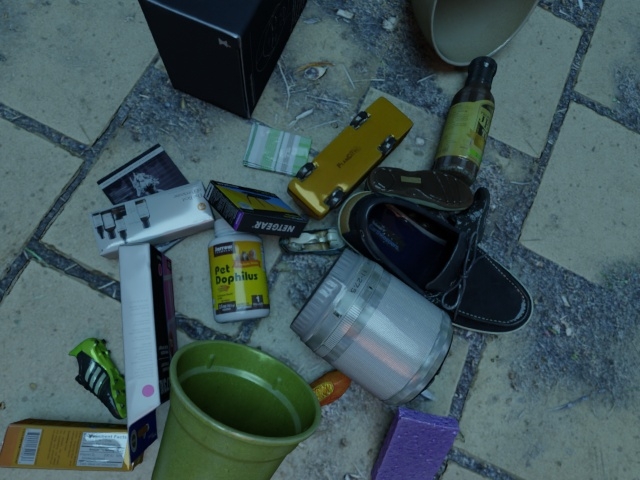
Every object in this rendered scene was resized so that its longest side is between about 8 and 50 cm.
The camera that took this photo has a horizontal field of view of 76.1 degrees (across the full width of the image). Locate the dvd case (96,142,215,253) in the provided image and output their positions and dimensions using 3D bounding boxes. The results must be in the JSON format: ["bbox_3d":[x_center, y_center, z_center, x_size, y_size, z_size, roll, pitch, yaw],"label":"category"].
[{"bbox_3d":[-0.372,-0.092,0.928,0.164,0.018,0.221,-37,85,-12],"label":"dvd case"}]

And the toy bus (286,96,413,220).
[{"bbox_3d":[0.069,-0.187,0.948,0.108,0.130,0.332,43,76,3],"label":"toy bus"}]

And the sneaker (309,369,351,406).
[{"bbox_3d":[-0.009,0.326,0.853,0.175,0.067,0.064,-26,80,-14],"label":"sneaker"}]

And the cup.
[{"bbox_3d":[0.354,-0.652,1.023,0.331,0.331,0.237,-22,55,-12],"label":"cup"}]

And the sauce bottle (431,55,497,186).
[{"bbox_3d":[0.371,-0.303,1.023,0.111,0.111,0.344,19,77,-3],"label":"sauce bottle"}]

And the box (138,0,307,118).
[{"bbox_3d":[-0.183,-0.540,0.914,0.212,0.293,0.395,22,75,-1],"label":"box"}]

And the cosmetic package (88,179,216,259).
[{"bbox_3d":[-0.355,-0.045,0.880,0.239,0.060,0.099,-19,82,-10],"label":"cosmetic package"}]

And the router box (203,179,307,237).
[{"bbox_3d":[-0.133,-0.063,0.856,0.133,0.179,0.046,42,112,34],"label":"router box"}]

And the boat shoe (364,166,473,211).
[{"bbox_3d":[0.227,-0.114,0.971,0.257,0.095,0.095,12,67,-8],"label":"boat shoe"}]

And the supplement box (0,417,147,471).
[{"bbox_3d":[-0.461,0.388,0.777,0.233,0.078,0.080,8,73,-6],"label":"supplement box"}]

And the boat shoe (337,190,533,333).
[{"bbox_3d":[0.264,0.058,0.884,0.500,0.156,0.187,33,84,-8],"label":"boat shoe"}]

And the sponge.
[{"bbox_3d":[0.182,0.420,0.809,0.117,0.031,0.210,11,116,-4],"label":"sponge"}]

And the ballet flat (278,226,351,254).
[{"bbox_3d":[0.000,0.000,0.931,0.188,0.070,0.070,-8,78,-9],"label":"ballet flat"}]

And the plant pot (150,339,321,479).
[{"bbox_3d":[-0.175,0.359,0.725,0.276,0.276,0.254,25,98,-1],"label":"plant pot"}]

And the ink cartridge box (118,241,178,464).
[{"bbox_3d":[-0.323,0.202,0.785,0.069,0.176,0.371,-5,78,-9],"label":"ink cartridge box"}]

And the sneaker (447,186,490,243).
[{"bbox_3d":[0.352,-0.054,0.992,0.089,0.051,0.170,11,86,-6],"label":"sneaker"}]

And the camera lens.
[{"bbox_3d":[0.105,0.174,0.824,0.274,0.219,0.219,35,75,2],"label":"camera lens"}]

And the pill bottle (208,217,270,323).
[{"bbox_3d":[-0.175,0.062,0.866,0.117,0.117,0.215,-7,78,-9],"label":"pill bottle"}]

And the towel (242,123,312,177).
[{"bbox_3d":[-0.103,-0.218,0.989,0.152,0.023,0.113,13,77,-4],"label":"towel"}]

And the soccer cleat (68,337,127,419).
[{"bbox_3d":[-0.440,0.282,0.818,0.072,0.060,0.179,-32,76,-3],"label":"soccer cleat"}]
